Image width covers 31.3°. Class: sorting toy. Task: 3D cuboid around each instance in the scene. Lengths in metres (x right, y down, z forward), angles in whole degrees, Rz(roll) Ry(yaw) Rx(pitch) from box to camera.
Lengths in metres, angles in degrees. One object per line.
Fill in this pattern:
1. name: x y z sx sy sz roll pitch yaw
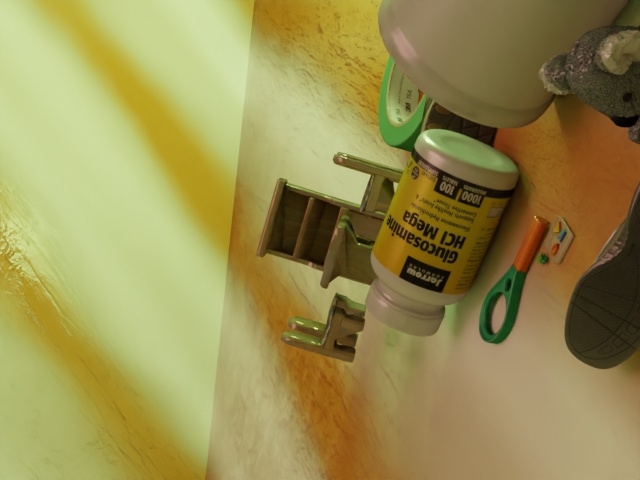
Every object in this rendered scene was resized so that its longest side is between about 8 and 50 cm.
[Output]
1. sorting toy: 0.363 0.010 1.783 0.062 0.012 0.083 -109 38 -58

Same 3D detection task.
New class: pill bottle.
1. pill bottle: 0.200 -0.009 1.996 0.188 0.187 0.334 -115 42 -62

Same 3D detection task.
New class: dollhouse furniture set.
1. dollhouse furniture set: 0.000 0.000 2.277 0.394 0.256 0.362 -61 -13 -82

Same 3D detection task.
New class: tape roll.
1. tape roll: 0.219 -0.339 2.352 0.321 0.077 0.321 -167 90 -71

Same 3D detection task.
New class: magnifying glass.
1. magnifying glass: 0.314 0.066 1.869 0.092 0.026 0.231 -112 40 -60

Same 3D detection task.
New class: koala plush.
1. koala plush: 0.403 -0.219 1.446 0.196 0.221 0.203 176 92 -71

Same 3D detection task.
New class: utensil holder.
1. utensil holder: 0.319 -0.418 1.750 0.385 0.327 0.328 -53 29 43

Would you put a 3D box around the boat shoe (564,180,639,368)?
1. boat shoe: 0.421 0.025 1.487 0.118 0.103 0.321 30 115 24

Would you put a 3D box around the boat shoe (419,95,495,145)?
1. boat shoe: 0.262 -0.261 2.131 0.130 0.132 0.356 163 128 -80
